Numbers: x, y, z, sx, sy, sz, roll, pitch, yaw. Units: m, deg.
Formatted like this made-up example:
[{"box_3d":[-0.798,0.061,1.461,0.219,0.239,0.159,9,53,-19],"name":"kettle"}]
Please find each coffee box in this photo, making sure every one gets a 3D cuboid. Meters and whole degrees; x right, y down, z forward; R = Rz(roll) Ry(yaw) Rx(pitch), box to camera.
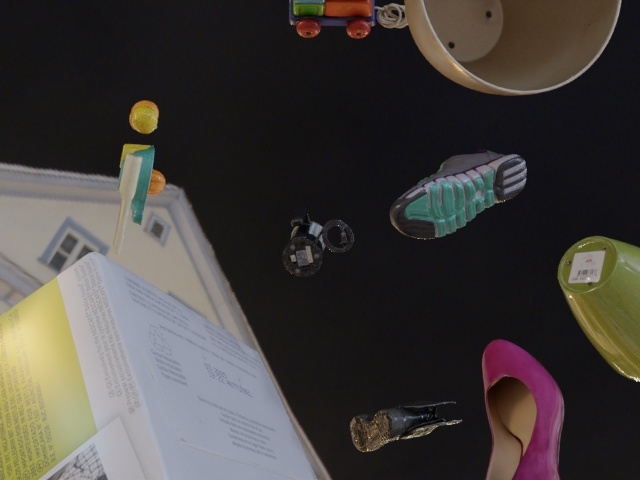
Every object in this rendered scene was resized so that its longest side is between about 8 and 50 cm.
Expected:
[{"box_3d":[-0.204,0.283,0.691,0.334,0.338,0.337,-35,-35,6],"name":"coffee box"}]

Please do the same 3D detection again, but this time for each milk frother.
[{"box_3d":[0.000,0.000,1.548,0.143,0.135,0.129,8,-71,3],"name":"milk frother"}]

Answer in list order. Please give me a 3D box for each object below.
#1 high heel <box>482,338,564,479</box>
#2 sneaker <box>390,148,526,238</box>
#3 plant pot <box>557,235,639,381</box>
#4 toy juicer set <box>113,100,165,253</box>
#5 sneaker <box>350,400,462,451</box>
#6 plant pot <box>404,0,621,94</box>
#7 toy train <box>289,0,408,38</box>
[{"box_3d":[0.273,0.277,1.058,0.181,0.377,0.127,17,-59,-23],"name":"high heel"},{"box_3d":[0.177,-0.070,1.001,0.224,0.098,0.083,-20,-59,-23],"name":"sneaker"},{"box_3d":[0.651,0.120,1.533,0.293,0.275,0.275,34,-59,-30],"name":"plant pot"},{"box_3d":[-0.338,-0.146,1.383,0.089,0.329,0.209,11,-55,-18],"name":"toy juicer set"},{"box_3d":[0.110,0.248,0.965,0.089,0.051,0.170,-4,-20,-22],"name":"sneaker"},{"box_3d":[0.232,-0.331,0.984,0.284,0.191,0.284,-1,-87,-13],"name":"plant pot"},{"box_3d":[0.071,-0.420,1.201,0.248,0.105,0.143,0,-15,-3],"name":"toy train"}]
